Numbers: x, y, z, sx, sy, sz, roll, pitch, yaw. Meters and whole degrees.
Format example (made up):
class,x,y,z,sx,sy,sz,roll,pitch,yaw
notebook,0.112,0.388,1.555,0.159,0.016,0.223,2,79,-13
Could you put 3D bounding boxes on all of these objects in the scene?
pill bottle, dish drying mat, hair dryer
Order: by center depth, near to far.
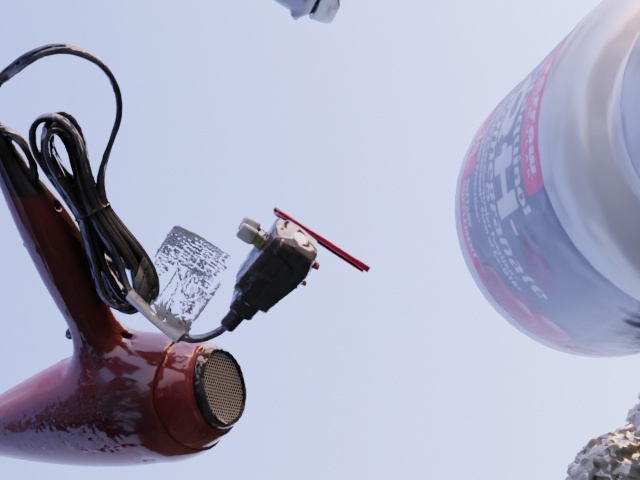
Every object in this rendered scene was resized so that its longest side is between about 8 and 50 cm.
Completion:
class,x,y,z,sx,sy,sz,roll,pitch,yaw
pill bottle,0.184,-0.039,0.963,0.318,0.176,0.176,130,165,-78
hair dryer,-0.134,0.037,1.145,0.080,0.223,0.293,-33,-21,-57
dish drying mat,0.000,0.000,1.435,0.008,0.083,0.032,-57,10,1

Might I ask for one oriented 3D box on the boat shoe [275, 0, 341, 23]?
class,x,y,z,sx,sy,sz,roll,pitch,yaw
boat shoe,-0.003,-0.205,1.188,0.228,0.068,0.081,121,164,-68

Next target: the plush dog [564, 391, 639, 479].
class,x,y,z,sx,sy,sz,roll,pitch,yaw
plush dog,0.305,0.110,1.079,0.262,0.225,0.210,16,-94,-27
